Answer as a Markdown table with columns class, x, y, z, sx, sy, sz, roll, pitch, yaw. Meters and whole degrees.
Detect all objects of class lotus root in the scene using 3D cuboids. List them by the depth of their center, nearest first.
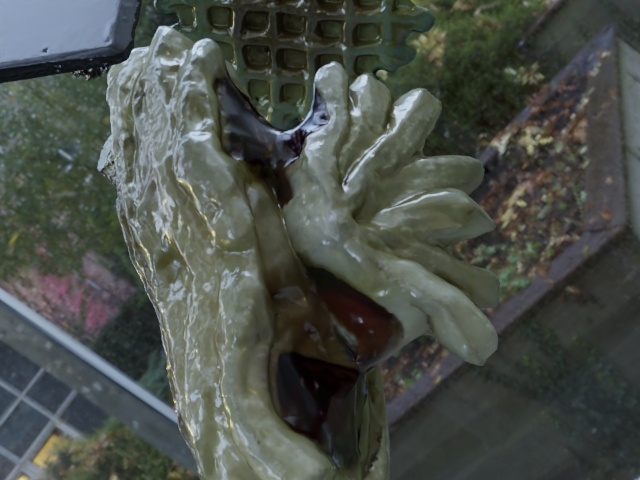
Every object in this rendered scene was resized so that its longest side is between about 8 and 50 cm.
| class | x | y | z | sx | sy | sz | roll | pitch | yaw |
| --- | --- | --- | --- | --- | --- | --- | --- | --- | --- |
| lotus root | -0.310 | -0.150 | 1.418 | 0.144 | 0.143 | 0.070 | -38 | -17 | -14 |

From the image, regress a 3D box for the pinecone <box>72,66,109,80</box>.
| class | x | y | z | sx | sy | sz | roll | pitch | yaw |
| --- | --- | --- | --- | --- | --- | --- | --- | --- | --- |
| pinecone | -0.250 | -0.216 | 0.914 | 0.077 | 0.077 | 0.083 | 146 | 142 | -74 |

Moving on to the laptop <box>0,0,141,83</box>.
| class | x | y | z | sx | sy | sz | roll | pitch | yaw |
| --- | --- | --- | --- | --- | --- | --- | --- | --- | --- |
| laptop | -0.172 | -0.182 | 0.536 | 0.016 | 0.135 | 0.197 | 67 | -160 | -57 |

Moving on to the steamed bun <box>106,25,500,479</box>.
| class | x | y | z | sx | sy | sz | roll | pitch | yaw |
| --- | --- | --- | --- | --- | --- | --- | --- | --- | --- |
| steamed bun | 0.000 | 0.000 | 0.630 | 0.189 | 0.247 | 0.427 | -41 | 55 | 41 |

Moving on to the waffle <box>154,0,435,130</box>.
| class | x | y | z | sx | sy | sz | roll | pitch | yaw |
| --- | --- | --- | --- | --- | --- | --- | --- | --- | --- |
| waffle | -0.037 | -0.277 | 1.015 | 0.292 | 0.309 | 0.056 | -37 | 26 | 29 |
